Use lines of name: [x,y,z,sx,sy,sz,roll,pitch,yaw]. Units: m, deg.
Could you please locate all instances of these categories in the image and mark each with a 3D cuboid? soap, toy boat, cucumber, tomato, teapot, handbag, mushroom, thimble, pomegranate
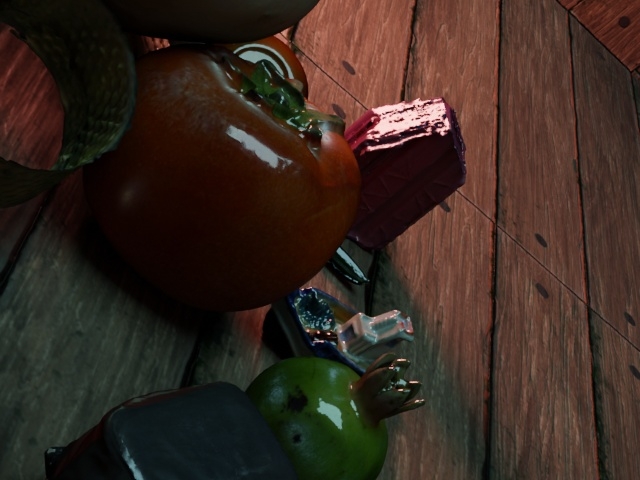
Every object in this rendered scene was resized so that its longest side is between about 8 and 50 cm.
soap: [0.109,-0.107,2.147,0.162,0.250,0.099,38,32,-23]
toy boat: [0.033,0.120,1.901,0.262,0.115,0.114,25,36,-38]
cucumber: [0.000,0.000,2.092,0.184,0.033,0.036,49,53,0]
tomato: [-0.128,-0.080,1.765,0.341,0.273,0.341,35,20,-15]
teapot: [-0.105,-0.196,2.100,0.178,0.135,0.252,-11,80,-21]
handbag: [-0.164,0.245,1.395,0.181,0.181,0.254,55,26,12]
mushroom: [-0.154,-0.389,1.736,0.362,0.362,0.295,0,97,-55]
thimble: [-0.352,-0.179,1.595,0.271,0.150,0.271,18,61,-35]
pomegranate: [0.014,0.207,1.651,0.187,0.225,0.187,44,27,-30]

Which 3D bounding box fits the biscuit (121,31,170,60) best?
biscuit: [-0.296,-0.349,1.982,0.078,0.144,0.426,20,39,-41]
